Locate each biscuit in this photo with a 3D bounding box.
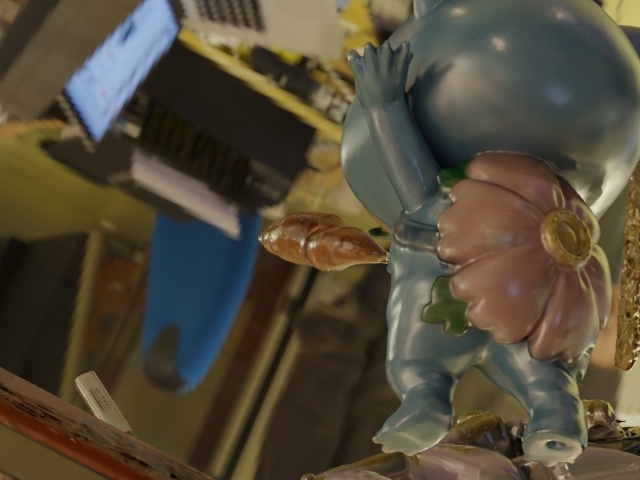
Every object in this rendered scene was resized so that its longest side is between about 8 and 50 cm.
[{"bbox_3d":[0.301,0.009,1.387,0.025,0.206,0.126,10,-161,24],"label":"biscuit"}]

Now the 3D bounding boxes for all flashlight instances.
[{"bbox_3d":[-0.174,0.143,1.243,0.083,0.018,0.018,51,153,31],"label":"flashlight"}]

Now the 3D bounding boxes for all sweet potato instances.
[{"bbox_3d":[-0.002,-0.001,1.414,0.055,0.058,0.202,24,173,-26],"label":"sweet potato"}]

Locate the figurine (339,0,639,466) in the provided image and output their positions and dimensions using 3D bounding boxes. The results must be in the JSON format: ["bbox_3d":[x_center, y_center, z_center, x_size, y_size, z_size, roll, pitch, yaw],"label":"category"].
[{"bbox_3d":[0.053,-0.003,0.530,0.114,0.178,0.144,10,149,-4],"label":"figurine"}]

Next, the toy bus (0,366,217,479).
[{"bbox_3d":[-0.066,0.183,0.828,0.409,0.092,0.093,27,-177,1],"label":"toy bus"}]

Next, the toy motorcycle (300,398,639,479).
[{"bbox_3d":[0.046,0.125,0.688,0.225,0.073,0.152,-14,-178,12],"label":"toy motorcycle"}]
